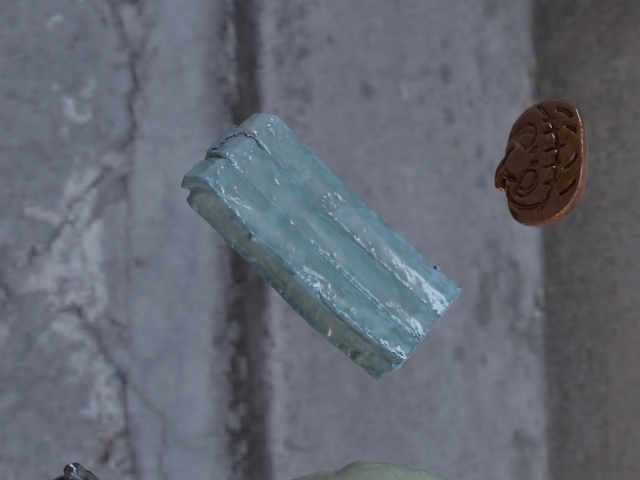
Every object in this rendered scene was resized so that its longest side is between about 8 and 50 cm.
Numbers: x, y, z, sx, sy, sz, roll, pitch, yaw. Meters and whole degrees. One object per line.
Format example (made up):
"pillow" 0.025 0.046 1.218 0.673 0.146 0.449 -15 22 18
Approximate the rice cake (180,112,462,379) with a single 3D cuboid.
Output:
"rice cake" 0.000 0.000 1.241 0.211 0.038 0.124 47 42 -3

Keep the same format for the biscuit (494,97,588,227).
"biscuit" 0.151 -0.053 1.171 0.015 0.078 0.091 22 58 -42

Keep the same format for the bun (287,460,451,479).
"bun" 0.037 0.276 1.365 0.259 0.259 0.160 53 7 -35

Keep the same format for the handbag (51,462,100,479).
"handbag" -0.126 0.244 0.979 0.182 0.117 0.270 -68 157 -18
